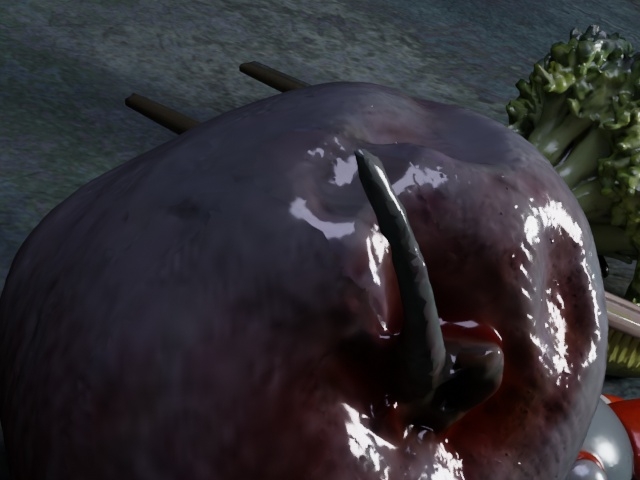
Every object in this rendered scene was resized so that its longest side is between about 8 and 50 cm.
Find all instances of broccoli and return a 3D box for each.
[{"bbox_3d":[0.217,-0.032,1.426,0.243,0.263,0.247,-33,15,-30],"label":"broccoli"}]

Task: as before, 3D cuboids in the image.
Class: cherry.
[{"bbox_3d":[-0.015,0.057,0.874,0.291,0.326,0.335,49,2,-29],"label":"cherry"}]

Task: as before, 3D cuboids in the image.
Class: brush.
[{"bbox_3d":[0.275,0.091,1.326,0.312,0.067,0.072,20,20,-26],"label":"brush"}]

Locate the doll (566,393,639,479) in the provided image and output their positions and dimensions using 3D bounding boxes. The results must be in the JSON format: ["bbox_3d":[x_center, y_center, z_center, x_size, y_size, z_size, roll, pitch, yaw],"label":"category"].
[{"bbox_3d":[0.179,0.144,1.080,0.336,0.105,0.200,12,13,-30],"label":"doll"}]

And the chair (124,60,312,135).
[{"bbox_3d":[0.000,0.000,1.182,0.272,0.166,0.188,27,26,20],"label":"chair"}]
